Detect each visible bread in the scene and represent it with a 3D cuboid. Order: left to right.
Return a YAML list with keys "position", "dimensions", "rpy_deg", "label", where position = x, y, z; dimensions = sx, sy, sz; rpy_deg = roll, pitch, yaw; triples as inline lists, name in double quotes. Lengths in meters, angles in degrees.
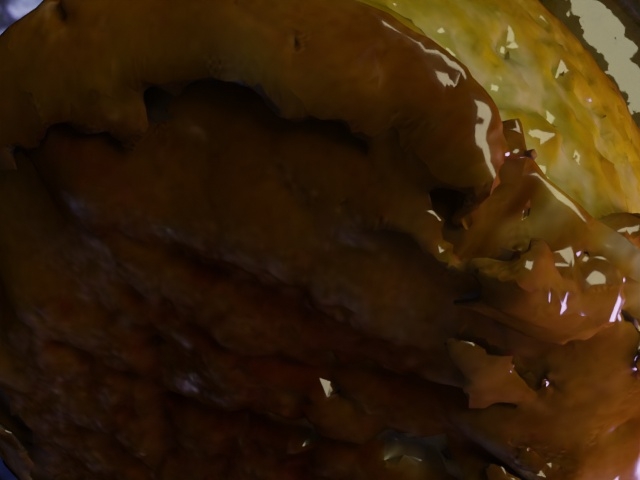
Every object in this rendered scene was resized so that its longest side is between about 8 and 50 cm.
- position: [-0.011, 0.015, 0.712]
  dimensions: [0.337, 0.358, 0.204]
  rpy_deg: [42, 43, -16]
  label: "bread"

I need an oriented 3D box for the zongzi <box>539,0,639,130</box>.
- position: [0.206, -0.123, 1.130]
  dimensions: [0.274, 0.145, 0.300]
  rpy_deg: [57, 30, 9]
  label: "zongzi"
